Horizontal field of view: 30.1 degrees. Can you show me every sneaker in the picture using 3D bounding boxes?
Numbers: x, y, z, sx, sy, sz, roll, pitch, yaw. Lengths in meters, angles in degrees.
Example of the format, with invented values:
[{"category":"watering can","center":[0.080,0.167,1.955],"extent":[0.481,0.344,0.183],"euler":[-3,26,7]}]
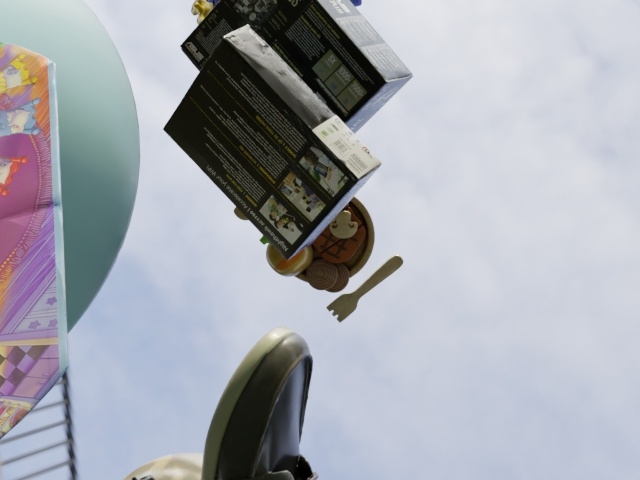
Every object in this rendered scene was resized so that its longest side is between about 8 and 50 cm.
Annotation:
[{"category":"sneaker","center":[-0.013,0.173,0.765],"extent":[0.118,0.083,0.222],"euler":[18,-79,23]}]

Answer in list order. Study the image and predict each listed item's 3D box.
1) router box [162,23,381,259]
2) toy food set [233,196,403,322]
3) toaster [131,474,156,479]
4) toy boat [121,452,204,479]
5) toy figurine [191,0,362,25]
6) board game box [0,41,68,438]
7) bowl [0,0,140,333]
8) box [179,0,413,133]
[{"category":"router box","center":[-0.048,-0.088,1.096],"extent":[0.179,0.046,0.133],"euler":[47,-49,5]},{"category":"toy food set","center":[0.000,0.000,1.410],"extent":[0.132,0.038,0.192],"euler":[-42,-79,12]},{"category":"toaster","center":[-0.212,0.311,1.034],"extent":[0.110,0.186,0.168],"euler":[48,-46,26]},{"category":"toy boat","center":[-0.137,0.382,1.236],"extent":[0.267,0.148,0.318],"euler":[24,-87,36]},{"category":"toy figurine","center":[-0.023,-0.331,1.411],"extent":[0.217,0.362,0.191],"euler":[-11,-61,-16]},{"category":"board game box","center":[-0.141,-0.004,0.333],"extent":[0.133,0.033,0.168],"euler":[-13,-125,4]},{"category":"bowl","center":[-0.267,-0.061,0.636],"extent":[0.312,0.163,0.311],"euler":[-1,-104,5]},{"category":"box","center":[-0.025,-0.180,1.188],"extent":[0.147,0.077,0.180],"euler":[-44,-98,27]}]
